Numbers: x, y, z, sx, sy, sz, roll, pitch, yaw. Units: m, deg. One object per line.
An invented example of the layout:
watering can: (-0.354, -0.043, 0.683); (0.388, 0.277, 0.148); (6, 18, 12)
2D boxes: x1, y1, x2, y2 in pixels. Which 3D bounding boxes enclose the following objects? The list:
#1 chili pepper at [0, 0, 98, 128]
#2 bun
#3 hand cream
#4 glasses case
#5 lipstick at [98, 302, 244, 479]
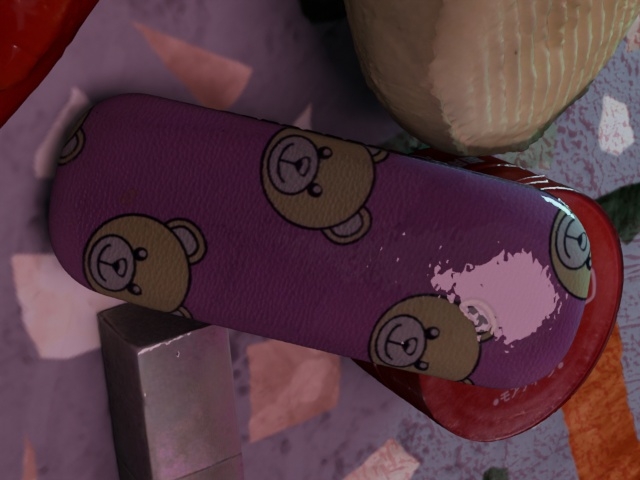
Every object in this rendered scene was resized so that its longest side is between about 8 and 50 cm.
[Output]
chili pepper: (-0.162, -0.132, 0.553); (0.110, 0.110, 0.387); (35, 92, -38)
bun: (0.113, -0.188, 0.674); (0.287, 0.146, 0.287); (-42, 154, -26)
hand cream: (0.107, 0.034, 0.787); (0.193, 0.125, 0.193); (-13, 114, -31)
glasses case: (0.000, 0.000, 0.645); (0.316, 0.076, 0.123); (13, 94, -1)
lipstick: (-0.091, 0.192, 0.747); (0.068, 0.066, 0.317); (-16, 117, -28)
